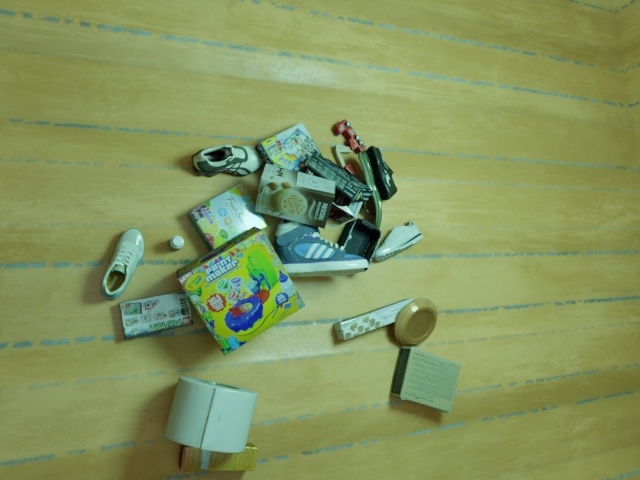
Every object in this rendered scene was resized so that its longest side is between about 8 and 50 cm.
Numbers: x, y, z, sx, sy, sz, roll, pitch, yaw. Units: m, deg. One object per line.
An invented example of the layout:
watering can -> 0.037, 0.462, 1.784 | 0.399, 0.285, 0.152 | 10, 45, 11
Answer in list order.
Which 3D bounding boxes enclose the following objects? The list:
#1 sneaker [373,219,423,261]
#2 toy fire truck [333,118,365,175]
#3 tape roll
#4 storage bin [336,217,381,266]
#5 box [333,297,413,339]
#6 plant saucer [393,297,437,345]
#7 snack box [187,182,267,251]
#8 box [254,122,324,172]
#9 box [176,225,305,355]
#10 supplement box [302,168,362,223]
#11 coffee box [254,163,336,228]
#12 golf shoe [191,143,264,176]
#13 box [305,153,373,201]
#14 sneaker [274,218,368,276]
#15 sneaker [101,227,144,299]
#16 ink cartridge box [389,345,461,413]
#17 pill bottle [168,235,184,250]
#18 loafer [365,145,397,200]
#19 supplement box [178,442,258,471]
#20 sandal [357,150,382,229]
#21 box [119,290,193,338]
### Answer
sneaker -> 0.286, 0.004, 1.944 | 0.235, 0.090, 0.095 | -26, 79, -28
toy fire truck -> 0.099, -0.356, 1.932 | 0.135, 0.047, 0.192 | -40, 98, -24
tape roll -> -0.323, 0.514, 1.498 | 0.246, 0.246, 0.169 | 18, 74, -20
storage bin -> 0.133, 0.021, 1.865 | 0.122, 0.084, 0.180 | 30, 70, -16
box -> 0.205, 0.289, 1.862 | 0.324, 0.067, 0.063 | -15, 87, -24
plant saucer -> 0.366, 0.314, 1.892 | 0.200, 0.037, 0.200 | -12, 116, -25
snack box -> -0.313, -0.068, 1.695 | 0.207, 0.070, 0.174 | -34, 96, -26
box -> -0.107, -0.312, 1.800 | 0.233, 0.044, 0.159 | -37, 99, -41
box -> -0.252, 0.149, 1.575 | 0.290, 0.177, 0.279 | -32, 103, -11
supplement box -> 0.017, -0.154, 1.818 | 0.239, 0.130, 0.073 | 30, 71, -15
coffee box -> -0.083, -0.148, 1.689 | 0.246, 0.141, 0.098 | 13, 38, -4
golf shoe -> -0.298, -0.277, 1.711 | 0.272, 0.120, 0.105 | -14, 85, -26
box -> 0.071, -0.221, 1.792 | 0.220, 0.175, 0.051 | 38, 105, 14
sneaker -> 0.000, 0.000, 1.743 | 0.322, 0.130, 0.236 | -3, 75, 3
sneaker -> -0.599, 0.069, 1.536 | 0.087, 0.092, 0.229 | 19, 73, -18
ink cartridge box -> 0.397, 0.523, 1.892 | 0.234, 0.088, 0.193 | 23, 75, -19
pill bottle -> -0.462, 0.008, 1.609 | 0.043, 0.083, 0.043 | 4, 79, -23
loafer -> 0.240, -0.267, 1.970 | 0.078, 0.080, 0.220 | -22, 96, -35
supplement box -> -0.317, 0.673, 1.565 | 0.233, 0.078, 0.080 | 8, 78, -21
sandal -> 0.177, -0.185, 1.911 | 0.086, 0.120, 0.303 | -15, 95, 9
box -> -0.514, 0.230, 1.576 | 0.207, 0.036, 0.114 | -9, 85, -24
